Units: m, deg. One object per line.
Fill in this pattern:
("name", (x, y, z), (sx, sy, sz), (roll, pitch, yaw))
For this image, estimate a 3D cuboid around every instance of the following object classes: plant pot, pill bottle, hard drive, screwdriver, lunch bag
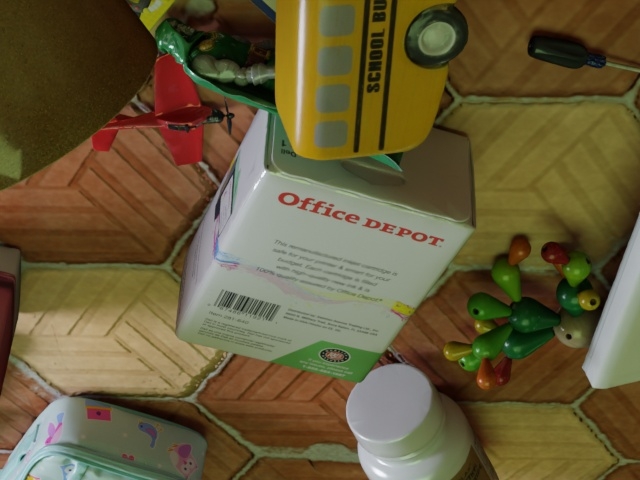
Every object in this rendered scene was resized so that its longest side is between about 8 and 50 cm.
("plant pot", (-0.279, -0.190, 1.081), (0.237, 0.237, 0.254), (-15, 122, 21))
("pill bottle", (0.115, 0.243, 1.705), (0.131, 0.131, 0.229), (-12, 138, 17))
("hard drive", (0.381, 0.026, 1.449), (0.203, 0.040, 0.307), (-11, 143, -14))
("screwdriver", (0.260, -0.152, 1.300), (0.170, 0.024, 0.025), (9, 169, -10))
("lunch bag", (-0.280, 0.306, 1.825), (0.224, 0.107, 0.279), (19, 138, -19))

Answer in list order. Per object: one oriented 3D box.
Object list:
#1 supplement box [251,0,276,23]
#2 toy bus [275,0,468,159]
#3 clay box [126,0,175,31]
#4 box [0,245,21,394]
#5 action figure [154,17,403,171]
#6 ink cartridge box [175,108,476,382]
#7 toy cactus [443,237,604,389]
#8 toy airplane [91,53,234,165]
("supplement box", (-0.021, -0.226, 1.199), (0.083, 0.056, 0.083), (-27, 132, 30))
("toy bus", (0.038, -0.226, 1.094), (0.130, 0.108, 0.332), (-6, 130, -10))
("clay box", (-0.216, -0.190, 1.257), (0.127, 0.053, 0.222), (26, 134, -23))
("box", (-0.393, 0.122, 1.508), (0.149, 0.232, 0.127), (9, 140, -7))
("action figure", (-0.031, -0.138, 1.280), (0.232, 0.137, 0.063), (18, 116, -5))
("ink cartridge box", (0.000, 0.000, 1.426), (0.201, 0.117, 0.278), (15, 140, -15))
("toy cactus", (0.235, 0.085, 1.542), (0.181, 0.112, 0.219), (11, 131, -26))
("toy airplane", (-0.153, -0.112, 1.368), (0.151, 0.028, 0.151), (2, 142, 1))
